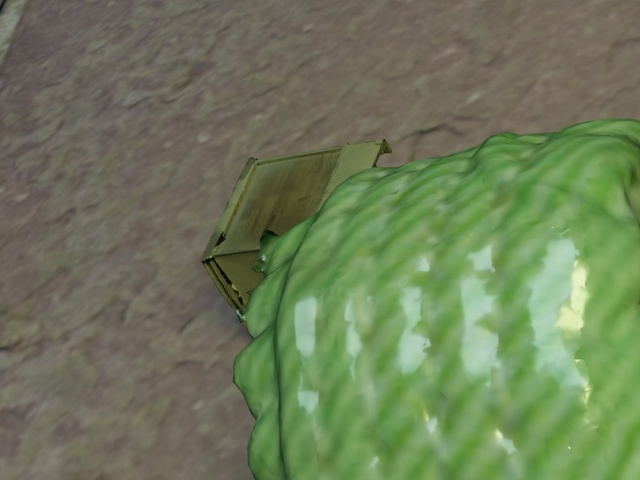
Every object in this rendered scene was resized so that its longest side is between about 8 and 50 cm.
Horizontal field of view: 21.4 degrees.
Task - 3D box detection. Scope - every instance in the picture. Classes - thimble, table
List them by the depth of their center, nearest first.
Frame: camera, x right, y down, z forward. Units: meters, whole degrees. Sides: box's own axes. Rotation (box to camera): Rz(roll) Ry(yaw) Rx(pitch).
[{"bbox_3d":[0.074,0.073,0.584,0.150,0.219,0.219,-13,39,26],"label":"thimble"},{"bbox_3d":[0.000,0.000,0.847,0.083,0.062,0.079,-8,41,30],"label":"table"}]
